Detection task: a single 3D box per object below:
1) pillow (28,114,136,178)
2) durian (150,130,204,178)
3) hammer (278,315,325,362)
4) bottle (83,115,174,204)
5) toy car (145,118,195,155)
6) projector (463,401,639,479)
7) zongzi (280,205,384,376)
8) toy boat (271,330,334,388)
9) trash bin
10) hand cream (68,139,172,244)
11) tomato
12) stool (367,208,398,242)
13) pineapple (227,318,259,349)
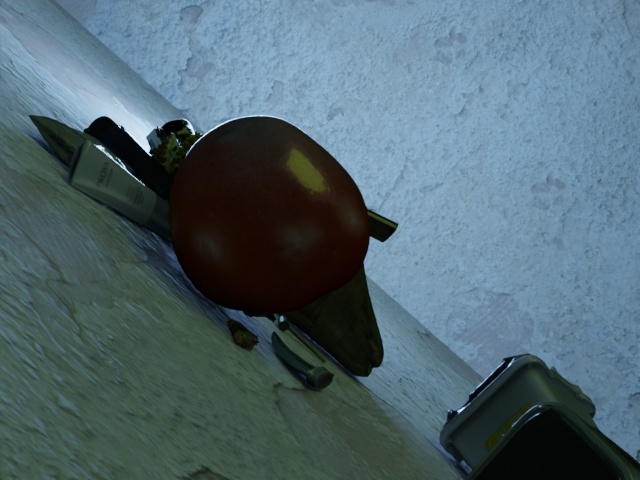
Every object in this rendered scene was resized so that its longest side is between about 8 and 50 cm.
[{"bbox_3d":[-0.388,-0.144,1.973,0.148,0.050,0.229,46,4,14],"label":"pillow"},{"bbox_3d":[-0.211,-0.094,2.218,0.237,0.193,0.138,14,42,-42],"label":"durian"},{"bbox_3d":[-0.032,0.175,2.046,0.110,0.019,0.035,45,5,-10],"label":"hammer"},{"bbox_3d":[-0.337,-0.138,2.130,0.082,0.072,0.244,-22,53,-38],"label":"bottle"},{"bbox_3d":[-0.243,-0.131,2.534,0.301,0.118,0.193,36,15,-48],"label":"toy car"},{"bbox_3d":[0.359,0.405,1.605,0.249,0.249,0.248,37,6,-32],"label":"projector"},{"bbox_3d":[0.070,0.095,2.163,0.228,0.256,0.115,41,-6,-2],"label":"zongzi"},{"bbox_3d":[-0.042,0.186,1.836,0.122,0.034,0.096,33,2,19],"label":"toy boat"},{"bbox_3d":[0.424,0.418,2.106,0.296,0.256,0.368,39,11,-36],"label":"trash bin"},{"bbox_3d":[-0.304,-0.068,1.883,0.048,0.079,0.255,-9,-32,34],"label":"hand cream"},{"bbox_3d":[-0.087,-0.042,1.825,0.321,0.321,0.321,40,5,-4],"label":"tomato"},{"bbox_3d":[0.000,0.000,2.327,0.178,0.272,0.272,41,5,-12],"label":"stool"},{"bbox_3d":[-0.111,0.140,1.731,0.045,0.019,0.083,36,4,-18],"label":"pineapple"}]
